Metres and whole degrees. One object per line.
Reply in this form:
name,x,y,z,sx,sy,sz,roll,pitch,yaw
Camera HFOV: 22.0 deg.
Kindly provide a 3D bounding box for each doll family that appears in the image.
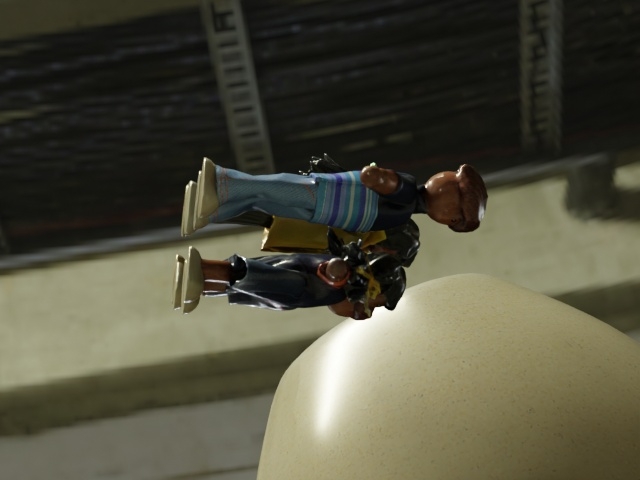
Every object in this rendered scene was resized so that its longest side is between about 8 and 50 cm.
doll family,0.000,0.000,0.681,0.111,0.076,0.193,6,1,-7

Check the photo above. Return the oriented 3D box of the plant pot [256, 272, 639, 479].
plant pot,0.077,0.130,0.844,0.284,0.191,0.284,-23,-22,-10
